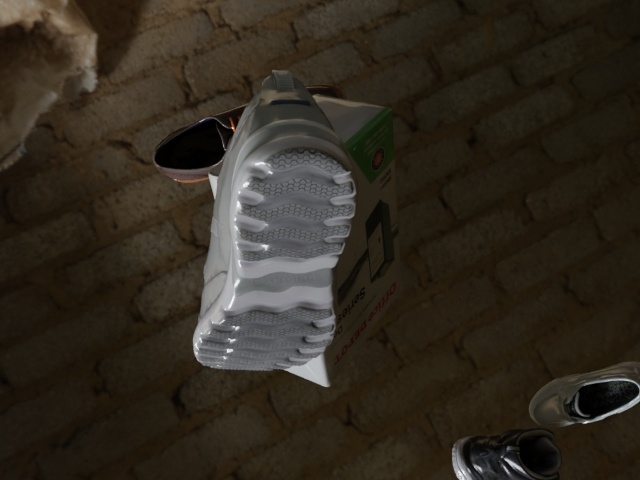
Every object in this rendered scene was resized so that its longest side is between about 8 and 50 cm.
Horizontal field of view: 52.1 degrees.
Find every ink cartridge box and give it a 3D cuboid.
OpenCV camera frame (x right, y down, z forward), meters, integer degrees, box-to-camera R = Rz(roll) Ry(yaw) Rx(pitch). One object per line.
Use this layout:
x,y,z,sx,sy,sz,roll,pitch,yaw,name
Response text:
0.000,0.000,0.809,0.121,0.289,0.211,16,-136,30,ink cartridge box

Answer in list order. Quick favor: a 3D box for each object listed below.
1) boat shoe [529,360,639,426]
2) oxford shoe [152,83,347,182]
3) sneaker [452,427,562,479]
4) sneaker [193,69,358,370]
0.444,0.267,1.108,0.227,0.079,0.081,-35,167,37,boat shoe
-0.090,-0.138,0.866,0.271,0.097,0.098,-21,-175,4,oxford shoe
0.366,0.393,1.132,0.268,0.101,0.153,23,145,-31,sneaker
-0.034,0.005,0.494,0.105,0.115,0.281,6,138,-16,sneaker
